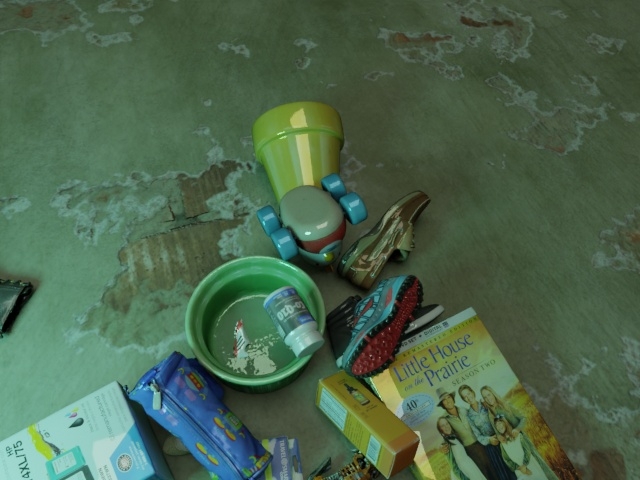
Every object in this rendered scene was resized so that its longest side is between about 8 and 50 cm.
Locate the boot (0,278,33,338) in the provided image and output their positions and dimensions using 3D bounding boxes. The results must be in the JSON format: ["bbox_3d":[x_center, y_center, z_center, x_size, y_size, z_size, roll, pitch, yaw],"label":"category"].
[{"bbox_3d":[-0.817,0.101,1.214,0.229,0.091,0.262,8,61,-5],"label":"boot"}]

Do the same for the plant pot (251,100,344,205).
[{"bbox_3d":[-0.048,-0.211,1.371,0.254,0.254,0.238,-8,75,-9],"label":"plant pot"}]

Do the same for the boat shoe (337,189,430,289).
[{"bbox_3d":[0.186,0.005,1.317,0.120,0.122,0.324,41,72,15],"label":"boat shoe"}]

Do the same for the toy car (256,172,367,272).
[{"bbox_3d":[0.000,0.000,1.225,0.219,0.237,0.210,-28,39,-8],"label":"toy car"}]

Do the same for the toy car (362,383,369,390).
[{"bbox_3d":[0.139,0.314,1.168,0.122,0.060,0.040,-36,110,-5],"label":"toy car"}]

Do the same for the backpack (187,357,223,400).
[{"bbox_3d":[-0.281,0.331,1.078,0.120,0.101,0.098,39,100,14],"label":"backpack"}]

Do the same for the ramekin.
[{"bbox_3d":[-0.143,0.199,1.145,0.304,0.148,0.303,2,58,-2],"label":"ramekin"}]

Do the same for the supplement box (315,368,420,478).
[{"bbox_3d":[0.090,0.372,1.038,0.078,0.080,0.233,-13,35,-36],"label":"supplement box"}]

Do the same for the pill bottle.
[{"bbox_3d":[-0.054,0.169,1.035,0.078,0.078,0.137,-26,63,-19],"label":"pill bottle"}]

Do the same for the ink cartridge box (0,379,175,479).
[{"bbox_3d":[-0.453,0.440,0.943,0.270,0.197,0.198,-27,63,-19],"label":"ink cartridge box"}]

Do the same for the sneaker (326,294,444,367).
[{"bbox_3d":[0.146,0.179,1.200,0.296,0.104,0.146,-22,67,-12],"label":"sneaker"}]

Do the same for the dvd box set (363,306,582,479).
[{"bbox_3d":[0.312,0.388,1.073,0.308,0.062,0.420,-22,70,-17],"label":"dvd box set"}]

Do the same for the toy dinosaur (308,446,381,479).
[{"bbox_3d":[0.040,0.551,0.964,0.218,0.164,0.321,31,78,32],"label":"toy dinosaur"}]

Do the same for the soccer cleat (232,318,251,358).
[{"bbox_3d":[-0.161,0.204,1.037,0.036,0.029,0.083,6,60,-10],"label":"soccer cleat"}]

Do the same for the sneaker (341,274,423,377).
[{"bbox_3d":[0.121,0.186,1.096,0.261,0.125,0.104,-50,117,-26],"label":"sneaker"}]

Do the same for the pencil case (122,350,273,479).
[{"bbox_3d":[-0.229,0.352,0.958,0.119,0.133,0.306,-44,87,-5],"label":"pencil case"}]

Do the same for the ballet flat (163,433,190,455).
[{"bbox_3d":[-0.252,0.412,1.060,0.169,0.052,0.057,-11,59,-10],"label":"ballet flat"}]

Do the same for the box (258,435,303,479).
[{"bbox_3d":[-0.129,0.473,1.036,0.179,0.042,0.108,-7,59,-7],"label":"box"}]
